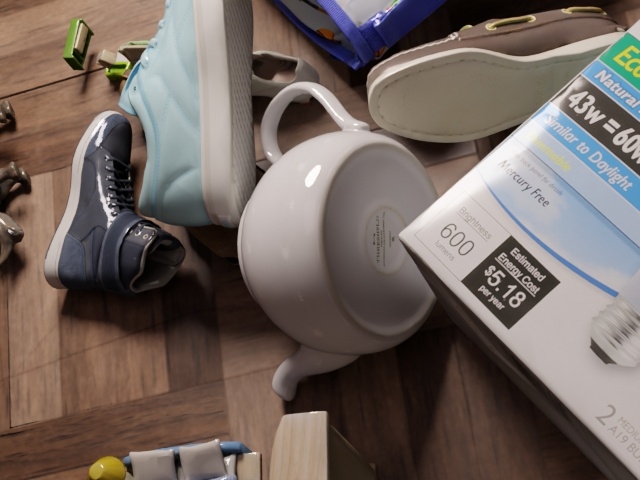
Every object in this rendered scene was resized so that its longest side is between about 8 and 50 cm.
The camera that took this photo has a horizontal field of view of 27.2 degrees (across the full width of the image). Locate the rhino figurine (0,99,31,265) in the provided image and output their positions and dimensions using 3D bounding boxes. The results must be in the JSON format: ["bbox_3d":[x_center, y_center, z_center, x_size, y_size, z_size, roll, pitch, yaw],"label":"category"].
[{"bbox_3d":[-0.423,-0.068,1.665,0.106,0.073,0.243,-20,62,4],"label":"rhino figurine"}]

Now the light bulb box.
[{"bbox_3d":[0.340,0.029,1.279,0.361,0.225,0.358,-42,60,-3],"label":"light bulb box"}]

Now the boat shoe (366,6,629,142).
[{"bbox_3d":[0.196,-0.190,1.455,0.324,0.116,0.096,-11,43,-13],"label":"boat shoe"}]

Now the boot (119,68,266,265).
[{"bbox_3d":[-0.161,-0.092,1.576,0.115,0.112,0.305,-48,63,5],"label":"boot"}]

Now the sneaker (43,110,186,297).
[{"bbox_3d":[-0.223,-0.041,1.568,0.163,0.086,0.226,6,78,32],"label":"sneaker"}]

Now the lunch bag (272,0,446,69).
[{"bbox_3d":[0.061,-0.403,1.572,0.328,0.239,0.385,-41,53,-4],"label":"lunch bag"}]

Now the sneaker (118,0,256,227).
[{"bbox_3d":[-0.158,-0.194,1.465,0.150,0.135,0.365,-3,81,11],"label":"sneaker"}]

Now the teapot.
[{"bbox_3d":[0.000,0.000,1.416,0.187,0.252,0.256,-3,44,43],"label":"teapot"}]

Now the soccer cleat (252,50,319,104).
[{"bbox_3d":[-0.097,-0.201,1.616,0.196,0.076,0.068,0,66,19],"label":"soccer cleat"}]

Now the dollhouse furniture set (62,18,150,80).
[{"bbox_3d":[-0.248,-0.247,1.689,0.152,0.076,0.058,2,67,20],"label":"dollhouse furniture set"}]

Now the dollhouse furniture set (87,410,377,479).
[{"bbox_3d":[-0.109,0.322,1.305,0.303,0.198,0.286,-8,63,15],"label":"dollhouse furniture set"}]
